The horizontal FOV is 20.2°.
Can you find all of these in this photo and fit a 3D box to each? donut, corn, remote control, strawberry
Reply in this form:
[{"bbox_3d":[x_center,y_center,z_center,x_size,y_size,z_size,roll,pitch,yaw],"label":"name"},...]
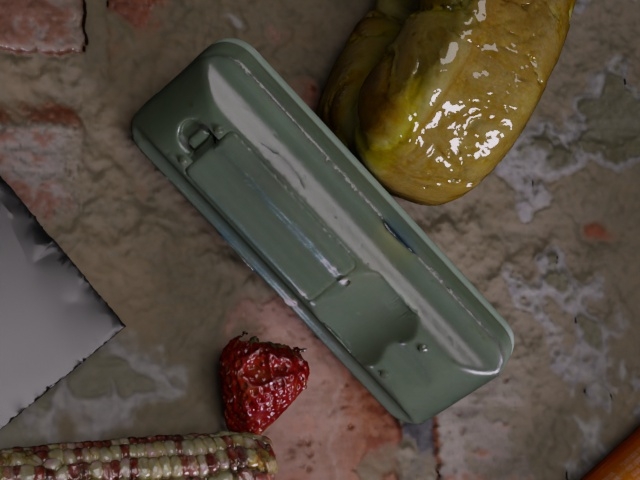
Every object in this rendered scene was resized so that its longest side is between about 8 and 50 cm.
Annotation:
[{"bbox_3d":[0.104,-0.154,1.418,0.128,0.208,0.261,29,74,-16],"label":"donut"},{"bbox_3d":[-0.146,0.178,1.314,0.237,0.079,0.079,0,80,-20],"label":"corn"},{"bbox_3d":[0.000,0.000,1.383,0.335,0.128,0.065,47,33,-8],"label":"remote control"},{"bbox_3d":[-0.046,0.113,1.379,0.073,0.073,0.083,9,90,-21],"label":"strawberry"}]

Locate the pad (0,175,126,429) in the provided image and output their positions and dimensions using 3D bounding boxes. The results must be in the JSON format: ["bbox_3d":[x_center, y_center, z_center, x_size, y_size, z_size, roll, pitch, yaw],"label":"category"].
[{"bbox_3d":[-0.345,-0.005,1.293,0.248,0.007,0.367,-41,93,-25],"label":"pad"}]

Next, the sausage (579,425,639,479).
[{"bbox_3d":[0.276,0.183,1.506,0.348,0.053,0.053,-37,95,-25],"label":"sausage"}]
